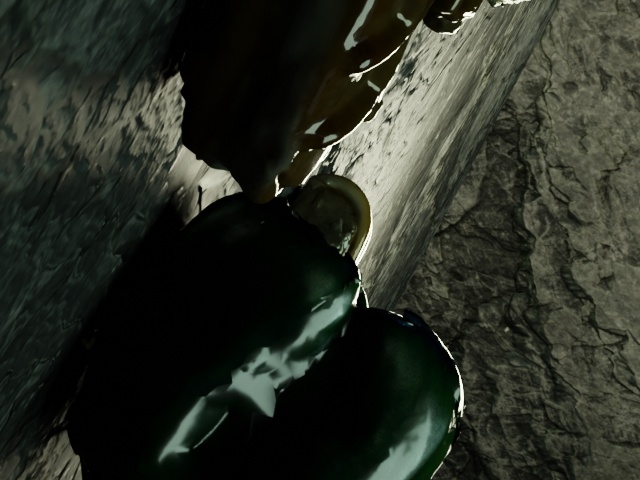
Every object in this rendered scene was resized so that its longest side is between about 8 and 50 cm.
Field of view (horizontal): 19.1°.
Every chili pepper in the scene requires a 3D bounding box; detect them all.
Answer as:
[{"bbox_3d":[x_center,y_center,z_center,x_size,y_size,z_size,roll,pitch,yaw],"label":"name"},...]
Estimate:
[{"bbox_3d":[-0.046,0.115,1.342,0.256,0.248,0.233,-47,-177,-15],"label":"chili pepper"}]

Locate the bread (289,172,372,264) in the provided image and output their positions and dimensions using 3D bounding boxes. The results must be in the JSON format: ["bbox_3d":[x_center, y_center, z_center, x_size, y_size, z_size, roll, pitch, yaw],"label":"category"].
[{"bbox_3d":[0.000,0.000,1.812,0.119,0.084,0.177,-58,178,-3],"label":"bread"}]

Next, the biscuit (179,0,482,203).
[{"bbox_3d":[0.049,-0.196,1.137,0.366,0.115,0.268,-53,172,-52],"label":"biscuit"}]

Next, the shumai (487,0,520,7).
[{"bbox_3d":[0.196,-0.288,2.009,0.124,0.099,0.087,-1,156,-46],"label":"shumai"}]
